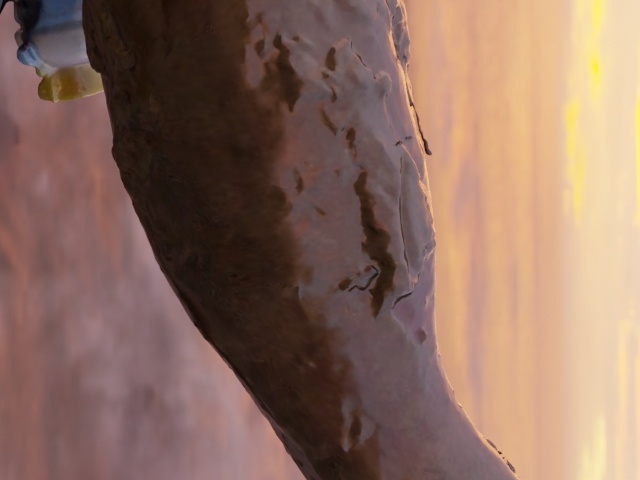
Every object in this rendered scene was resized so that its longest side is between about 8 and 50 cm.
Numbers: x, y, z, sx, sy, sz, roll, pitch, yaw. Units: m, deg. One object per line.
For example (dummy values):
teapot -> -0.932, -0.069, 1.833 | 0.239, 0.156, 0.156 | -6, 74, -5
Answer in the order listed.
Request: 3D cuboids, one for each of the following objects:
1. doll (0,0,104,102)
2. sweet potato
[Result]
doll -> -0.184, -0.253, 1.117 | 0.177, 0.141, 0.314 | -25, 110, -43
sweet potato -> 0.000, 0.000, 0.536 | 0.109, 0.109, 0.385 | -35, 103, -80
